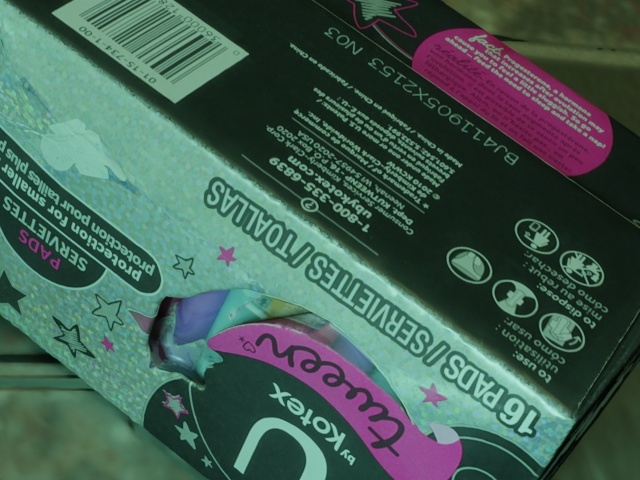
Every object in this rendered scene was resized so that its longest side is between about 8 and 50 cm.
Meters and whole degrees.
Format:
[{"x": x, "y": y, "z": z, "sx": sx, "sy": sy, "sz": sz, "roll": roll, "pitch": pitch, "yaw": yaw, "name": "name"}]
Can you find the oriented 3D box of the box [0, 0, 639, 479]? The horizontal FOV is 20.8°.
[{"x": 0.000, "y": 0.000, "z": 0.666, "sx": 0.247, "sy": 0.142, "sz": 0.163, "roll": 36, "pitch": 42, "yaw": 13, "name": "box"}]
